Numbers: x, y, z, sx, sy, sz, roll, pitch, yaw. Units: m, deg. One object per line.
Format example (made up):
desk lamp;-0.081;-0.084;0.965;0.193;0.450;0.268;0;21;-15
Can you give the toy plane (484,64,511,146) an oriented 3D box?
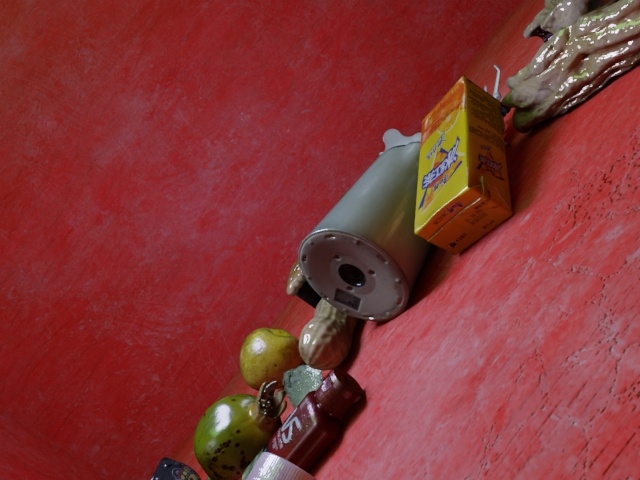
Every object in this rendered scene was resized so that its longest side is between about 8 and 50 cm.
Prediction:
toy plane;0.404;-0.280;1.147;0.255;0.101;0.250;-78;0;-53

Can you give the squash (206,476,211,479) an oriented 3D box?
squash;-0.270;0.642;1.221;0.066;0.066;0.252;-53;4;-8

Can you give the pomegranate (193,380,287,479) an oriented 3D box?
pomegranate;-0.166;0.405;1.025;0.198;0.199;0.245;-100;21;-85

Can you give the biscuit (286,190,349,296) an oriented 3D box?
biscuit;0.000;0.000;1.357;0.324;0.044;0.217;-54;9;13

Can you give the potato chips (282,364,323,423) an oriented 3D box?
potato chips;-0.049;0.365;1.135;0.167;0.059;0.228;-59;12;7

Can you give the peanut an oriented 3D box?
peanut;0.029;0.216;1.159;0.298;0.120;0.136;-53;-18;-63

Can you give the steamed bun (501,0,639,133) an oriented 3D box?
steamed bun;0.482;-0.396;0.846;0.247;0.189;0.428;-46;1;-16

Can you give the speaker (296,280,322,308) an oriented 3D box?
speaker;0.071;0.074;1.441;0.254;0.184;0.232;-53;4;23

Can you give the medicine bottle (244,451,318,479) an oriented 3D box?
medicine bottle;-0.090;0.420;0.605;0.249;0.133;0.133;-54;4;-33

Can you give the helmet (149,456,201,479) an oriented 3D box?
helmet;-0.382;0.713;1.217;0.230;0.161;0.278;154;126;-85

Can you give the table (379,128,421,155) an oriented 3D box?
table;0.255;-0.207;1.266;0.166;0.199;0.166;10;-90;-83

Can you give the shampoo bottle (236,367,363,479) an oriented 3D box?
shampoo bottle;-0.045;0.373;0.864;0.314;0.076;0.118;-52;12;8

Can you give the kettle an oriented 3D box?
kettle;0.149;0.002;1.126;0.376;0.250;0.361;-53;-26;-39

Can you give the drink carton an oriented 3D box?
drink carton;0.280;-0.158;0.945;0.154;0.111;0.351;-48;21;47

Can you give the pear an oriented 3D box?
pear;-0.153;0.367;1.450;0.197;0.197;0.197;-53;4;5
